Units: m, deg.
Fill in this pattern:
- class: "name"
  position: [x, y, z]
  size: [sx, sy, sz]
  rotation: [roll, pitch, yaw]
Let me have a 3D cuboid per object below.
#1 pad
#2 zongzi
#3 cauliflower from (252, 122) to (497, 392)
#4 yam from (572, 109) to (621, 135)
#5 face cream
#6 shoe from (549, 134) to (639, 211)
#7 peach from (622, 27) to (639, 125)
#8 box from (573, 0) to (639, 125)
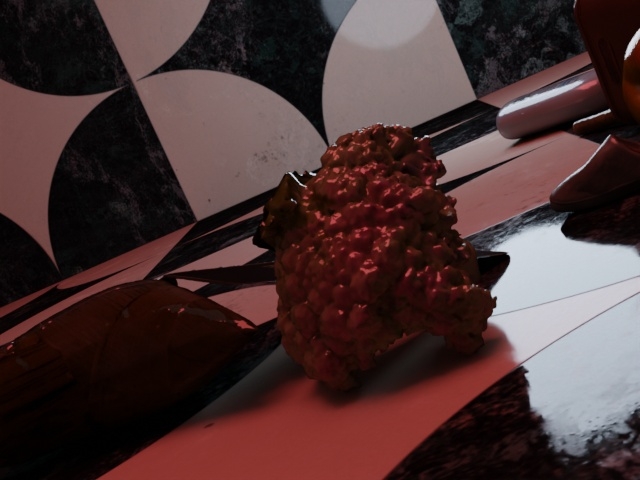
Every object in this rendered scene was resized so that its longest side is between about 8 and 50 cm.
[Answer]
- class: "pad"
  position: [0.000, 0.001, 1.283]
  size: [0.375, 0.063, 0.315]
  rotation: [-5, 2, -29]
- class: "zongzi"
  position: [-0.243, 0.153, 1.160]
  size: [0.323, 0.160, 0.360]
  rotation: [-29, 10, -19]
- class: "cauliflower"
  position: [0.078, 0.018, 1.040]
  size: [0.315, 0.256, 0.239]
  rotation: [10, -23, -43]
- class: "yam"
  position: [0.491, -0.206, 1.781]
  size: [0.032, 0.032, 0.145]
  rotation: [-30, 9, -34]
- class: "face cream"
  position: [0.507, -0.280, 2.018]
  size: [0.337, 0.080, 0.163]
  rotation: [-16, 10, 41]
- class: "shoe"
  position: [0.368, -0.096, 1.283]
  size: [0.195, 0.078, 0.079]
  rotation: [-15, 12, 27]
- class: "peach"
  position: [0.489, -0.216, 1.348]
  size: [0.192, 0.190, 0.190]
  rotation: [-23, 8, -17]
- class: "box"
  position: [0.612, -0.342, 1.607]
  size: [0.339, 0.239, 0.229]
  rotation: [-27, 11, -19]
